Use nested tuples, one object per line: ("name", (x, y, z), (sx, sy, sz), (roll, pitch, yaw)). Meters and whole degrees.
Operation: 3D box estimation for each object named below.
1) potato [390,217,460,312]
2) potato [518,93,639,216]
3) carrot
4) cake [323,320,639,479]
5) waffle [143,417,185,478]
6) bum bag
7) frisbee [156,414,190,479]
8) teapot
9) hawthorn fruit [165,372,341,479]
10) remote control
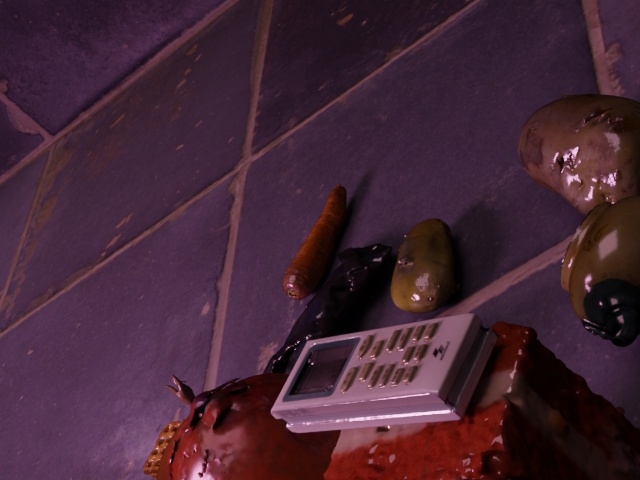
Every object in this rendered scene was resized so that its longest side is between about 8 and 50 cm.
("potato", (0.151, 0.037, 2.120), (0.105, 0.085, 0.188), (-27, 28, 31))
("potato", (0.369, -0.120, 1.940), (0.165, 0.165, 0.262), (-47, 30, 1))
("carrot", (0.000, 0.000, 2.420), (0.059, 0.059, 0.248), (-17, 37, 45))
("cake", (0.175, 0.293, 1.532), (0.270, 0.269, 0.319), (-24, 34, 40))
("waffle", (-0.210, 0.331, 2.295), (0.148, 0.042, 0.102), (-13, 42, 48))
("bum bag", (0.015, 0.108, 2.230), (0.137, 0.074, 0.310), (-27, 26, 57))
("frisbee", (-0.143, 0.323, 2.176), (0.251, 0.021, 0.251), (-21, 43, 20))
("teapot", (0.396, 0.037, 1.707), (0.182, 0.173, 0.269), (28, 46, 28))
("hawthorn fruit", (-0.089, 0.287, 1.902), (0.276, 0.307, 0.276), (-47, 13, 15))
("remote control", (0.060, 0.143, 1.546), (0.277, 0.055, 0.103), (-14, 40, 50))
